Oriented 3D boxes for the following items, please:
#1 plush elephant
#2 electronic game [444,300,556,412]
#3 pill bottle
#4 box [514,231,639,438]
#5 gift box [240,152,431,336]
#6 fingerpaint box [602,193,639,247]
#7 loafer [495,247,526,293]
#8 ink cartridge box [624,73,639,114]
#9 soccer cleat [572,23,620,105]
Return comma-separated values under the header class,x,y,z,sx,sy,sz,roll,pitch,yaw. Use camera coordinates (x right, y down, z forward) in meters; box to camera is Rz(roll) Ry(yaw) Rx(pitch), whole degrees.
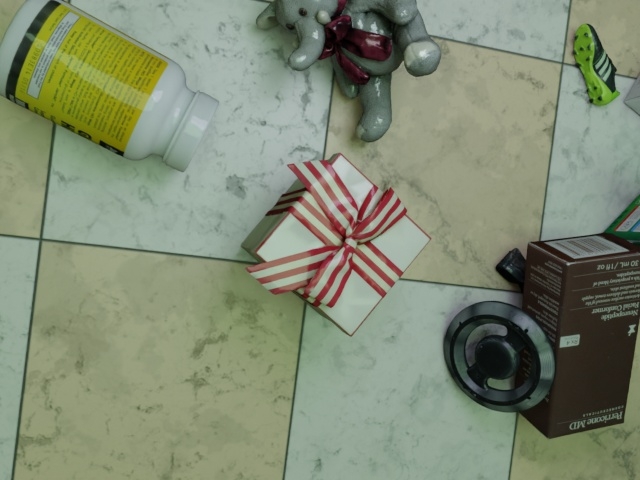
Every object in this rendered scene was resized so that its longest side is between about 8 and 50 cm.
class,x,y,z,sx,sy,sz,roll,pitch,yaw
plush elephant,0.032,-0.379,1.196,0.255,0.272,0.330,2,72,-20
electronic game,0.352,0.231,1.340,0.048,0.229,0.229,-18,98,-51
pill bottle,-0.352,-0.253,1.140,0.334,0.188,0.188,27,86,-13
box,0.515,0.189,1.358,0.191,0.143,0.381,-7,111,-16
gift box,0.000,0.000,1.204,0.276,0.258,0.255,37,83,-14
fingerpaint box,0.897,-0.017,1.477,0.445,0.163,0.371,-44,101,-8
loafer,0.450,0.087,1.424,0.170,0.062,0.061,42,78,-14
ink cartridge box,0.804,-0.355,1.470,0.172,0.100,0.237,34,83,-13
soccer cleat,0.592,-0.379,1.443,0.072,0.060,0.179,-26,105,-21
